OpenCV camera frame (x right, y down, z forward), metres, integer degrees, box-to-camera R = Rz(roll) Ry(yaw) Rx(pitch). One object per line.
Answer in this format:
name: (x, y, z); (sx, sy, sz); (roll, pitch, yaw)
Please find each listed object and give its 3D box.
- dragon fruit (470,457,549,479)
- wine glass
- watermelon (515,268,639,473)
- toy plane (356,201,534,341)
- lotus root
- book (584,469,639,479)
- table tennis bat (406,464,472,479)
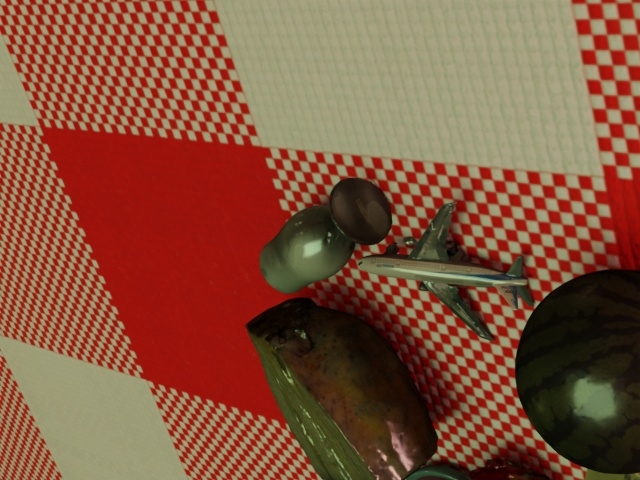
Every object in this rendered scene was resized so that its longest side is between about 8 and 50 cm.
dragon fruit: (0.247, 0.342, 1.508); (0.142, 0.130, 0.121); (45, 110, 10)
wine glass: (0.000, 0.000, 1.484); (0.093, 0.093, 0.202); (52, 144, -2)
watermelon: (0.298, 0.131, 1.188); (0.212, 0.212, 0.212); (27, 138, 28)
toy plane: (0.144, 0.036, 1.389); (0.226, 0.058, 0.226); (14, 141, 36)
lotus root: (0.021, 0.189, 1.588); (0.260, 0.149, 0.267); (58, 161, -3)
book: (0.356, 0.303, 1.433); (0.077, 0.014, 0.111); (28, 137, 30)
table tennis bat: (0.163, 0.384, 1.692); (0.244, 0.040, 0.153); (-20, 111, 49)
